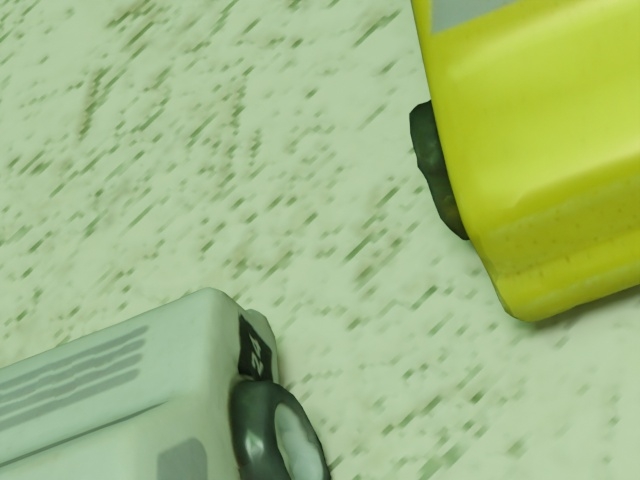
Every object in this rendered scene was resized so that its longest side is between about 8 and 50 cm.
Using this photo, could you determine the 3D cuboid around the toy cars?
[{"bbox_3d":[0.000,0.000,0.437,0.176,0.087,0.393,17,65,41],"label":"toy cars"}]
